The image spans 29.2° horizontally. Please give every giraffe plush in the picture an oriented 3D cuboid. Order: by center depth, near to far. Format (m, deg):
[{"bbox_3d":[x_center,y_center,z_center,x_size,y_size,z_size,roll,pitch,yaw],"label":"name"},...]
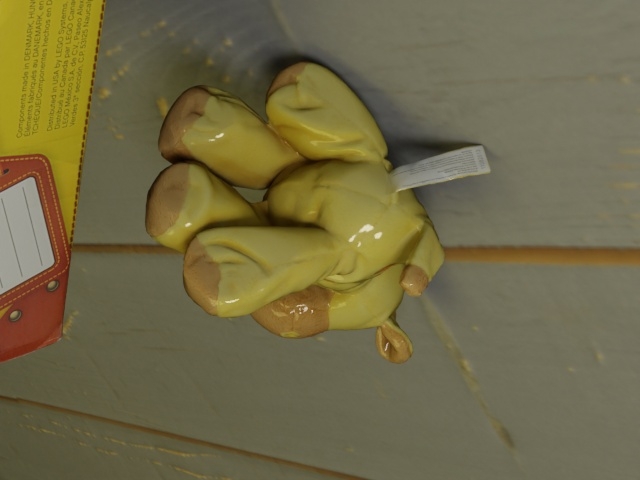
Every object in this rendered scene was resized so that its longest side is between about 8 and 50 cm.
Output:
[{"bbox_3d":[0.000,0.000,0.815,0.210,0.181,0.170,2,152,4],"label":"giraffe plush"}]

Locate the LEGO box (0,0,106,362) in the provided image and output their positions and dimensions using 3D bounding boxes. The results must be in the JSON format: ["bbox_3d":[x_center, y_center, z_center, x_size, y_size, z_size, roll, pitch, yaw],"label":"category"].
[{"bbox_3d":[-0.281,-0.216,0.619,0.372,0.193,0.500,39,130,32],"label":"LEGO box"}]
